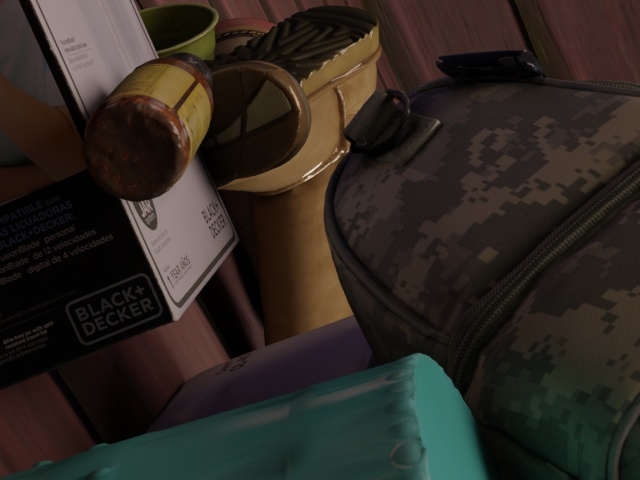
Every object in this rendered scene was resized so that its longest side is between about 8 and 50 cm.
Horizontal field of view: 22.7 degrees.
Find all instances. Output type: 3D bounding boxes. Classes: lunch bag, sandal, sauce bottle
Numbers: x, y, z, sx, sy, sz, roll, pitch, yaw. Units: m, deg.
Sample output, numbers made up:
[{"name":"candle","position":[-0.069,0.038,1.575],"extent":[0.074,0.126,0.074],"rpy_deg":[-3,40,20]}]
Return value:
[{"name":"lunch bag","position":[0.145,0.074,0.774],"extent":[0.256,0.212,0.305],"rpy_deg":[25,-29,47]},{"name":"sandal","position":[-0.067,-0.060,0.819],"extent":[0.049,0.180,0.072],"rpy_deg":[-32,109,-45]},{"name":"sauce bottle","position":[-0.064,-0.050,0.639],"extent":[0.128,0.042,0.042],"rpy_deg":[-72,139,-73]}]

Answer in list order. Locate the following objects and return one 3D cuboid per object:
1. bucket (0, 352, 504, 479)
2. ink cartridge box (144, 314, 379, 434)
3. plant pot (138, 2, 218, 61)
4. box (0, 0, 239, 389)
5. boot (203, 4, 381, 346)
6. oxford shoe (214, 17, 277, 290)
[{"name":"bucket","position":[-0.003,0.183,0.556],"extent":[0.281,0.183,0.281],"rpy_deg":[-22,90,-80]},{"name":"ink cartridge box","position":[0.028,0.212,0.822],"extent":[0.226,0.131,0.306],"rpy_deg":[-58,127,-78]},{"name":"plant pot","position":[-0.096,-0.098,1.007],"extent":[0.083,0.083,0.079],"rpy_deg":[-94,171,-61]},{"name":"box","position":[-0.142,-0.099,0.699],"extent":[0.169,0.087,0.290],"rpy_deg":[-66,133,-76]},{"name":"boot","position":[-0.025,0.014,1.005],"extent":[0.236,0.089,0.269],"rpy_deg":[-30,127,-38]},{"name":"oxford shoe","position":[0.000,0.000,1.167],"extent":[0.130,0.123,0.348],"rpy_deg":[-87,153,-56]}]
